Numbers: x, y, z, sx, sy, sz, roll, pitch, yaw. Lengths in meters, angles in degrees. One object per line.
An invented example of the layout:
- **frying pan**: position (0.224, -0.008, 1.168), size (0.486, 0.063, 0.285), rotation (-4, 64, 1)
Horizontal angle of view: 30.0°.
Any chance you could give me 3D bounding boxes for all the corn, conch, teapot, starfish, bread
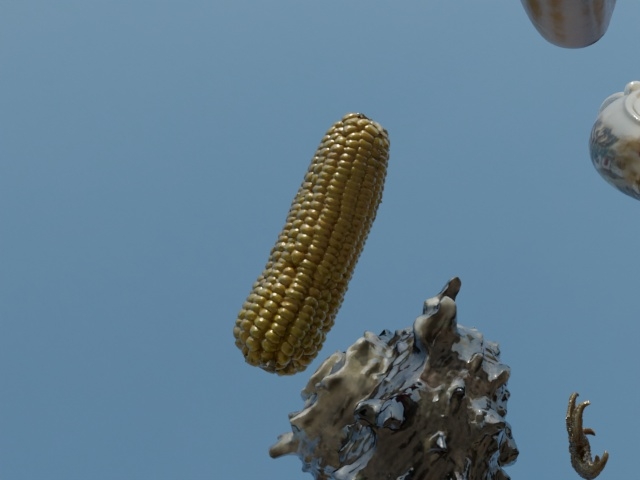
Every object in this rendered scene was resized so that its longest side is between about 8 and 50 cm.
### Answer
- **corn**: position (0.002, 0.003, 1.301), size (0.102, 0.102, 0.313), rotation (31, -103, -23)
- **conch**: position (0.064, 0.157, 1.114), size (0.240, 0.313, 0.186), rotation (-25, -73, -5)
- **teapot**: position (0.433, -0.111, 1.488), size (0.204, 0.298, 0.139), rotation (-10, -56, -10)
- **starfish**: position (0.213, 0.161, 0.961), size (0.028, 0.078, 0.091), rotation (-14, -47, 5)
- **bread**: position (0.152, -0.202, 0.749), size (0.074, 0.239, 0.092), rotation (18, -98, 18)
